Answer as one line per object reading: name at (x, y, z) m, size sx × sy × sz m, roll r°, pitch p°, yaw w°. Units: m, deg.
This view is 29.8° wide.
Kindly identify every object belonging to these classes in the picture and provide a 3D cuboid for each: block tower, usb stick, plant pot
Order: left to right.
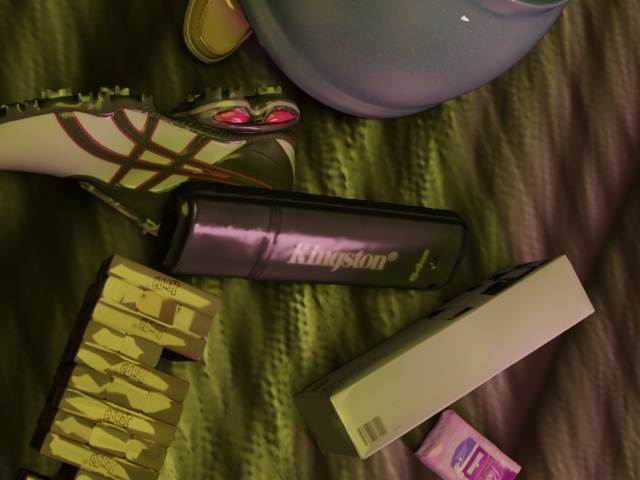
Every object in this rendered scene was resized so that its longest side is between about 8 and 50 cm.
block tower at (-0.177, 0.186, 0.893) m, size 0.097 × 0.091 × 0.335 m, roll 24°, pitch 77°, yaw -15°
usb stick at (0.000, 0.000, 0.961) m, size 0.278 × 0.045 × 0.077 m, roll 5°, pitch 112°, yaw -33°
plant pot at (0.097, -0.251, 0.943) m, size 0.293 × 0.196 × 0.293 m, roll 1°, pitch 88°, yaw -34°

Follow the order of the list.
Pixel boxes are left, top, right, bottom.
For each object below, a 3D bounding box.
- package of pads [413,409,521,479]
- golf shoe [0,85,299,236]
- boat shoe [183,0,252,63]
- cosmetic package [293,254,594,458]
package of pads at (0.125, 0.188, 1.029) m, size 0.083 × 0.032 × 0.050 m, roll 40°, pitch 76°, yaw -11°
golf shoe at (-0.144, -0.058, 0.928) m, size 0.273 × 0.105 × 0.120 m, roll -2°, pitch 92°, yaw -19°
boat shoe at (-0.051, -0.220, 0.994) m, size 0.063 × 0.059 × 0.170 m, roll 39°, pitch 73°, yaw -26°
cosmetic package at (0.101, 0.093, 0.997) m, size 0.239 × 0.099 × 0.060 m, roll -29°, pitch 91°, yaw -20°
